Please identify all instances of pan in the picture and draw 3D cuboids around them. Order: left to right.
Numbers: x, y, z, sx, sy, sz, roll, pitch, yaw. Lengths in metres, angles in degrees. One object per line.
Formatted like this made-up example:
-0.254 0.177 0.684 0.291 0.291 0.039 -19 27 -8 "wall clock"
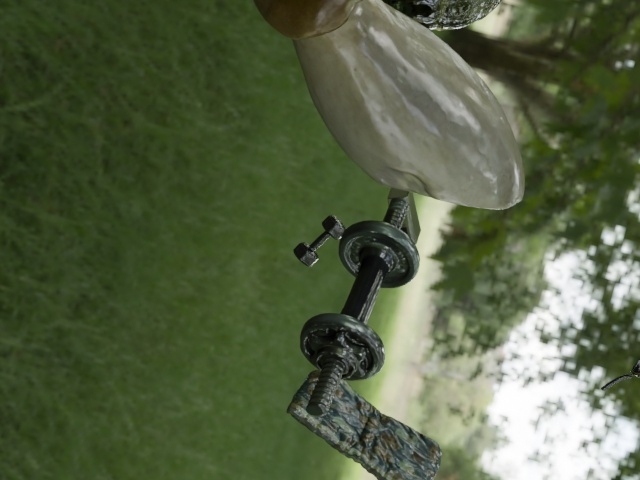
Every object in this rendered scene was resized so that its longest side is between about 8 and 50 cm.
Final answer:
0.423 0.174 1.559 0.115 0.023 0.068 -31 -177 3 "pan"

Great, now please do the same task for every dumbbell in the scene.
0.000 0.000 1.736 0.083 0.040 0.036 -44 -154 12 "dumbbell"
0.037 0.053 1.066 0.082 0.081 0.254 99 11 -49 "dumbbell"

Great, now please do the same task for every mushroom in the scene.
0.063 -0.123 0.969 0.350 0.128 0.128 44 55 -45 "mushroom"

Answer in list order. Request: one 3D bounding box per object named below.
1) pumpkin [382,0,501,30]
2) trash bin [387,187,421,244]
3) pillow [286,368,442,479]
0.171 -0.466 1.801 0.192 0.320 0.320 95 12 -66 "pumpkin"
0.141 -0.045 2.039 0.061 0.043 0.092 -65 147 -58 "trash bin"
0.072 0.301 1.866 0.034 0.255 0.189 -59 175 20 "pillow"
